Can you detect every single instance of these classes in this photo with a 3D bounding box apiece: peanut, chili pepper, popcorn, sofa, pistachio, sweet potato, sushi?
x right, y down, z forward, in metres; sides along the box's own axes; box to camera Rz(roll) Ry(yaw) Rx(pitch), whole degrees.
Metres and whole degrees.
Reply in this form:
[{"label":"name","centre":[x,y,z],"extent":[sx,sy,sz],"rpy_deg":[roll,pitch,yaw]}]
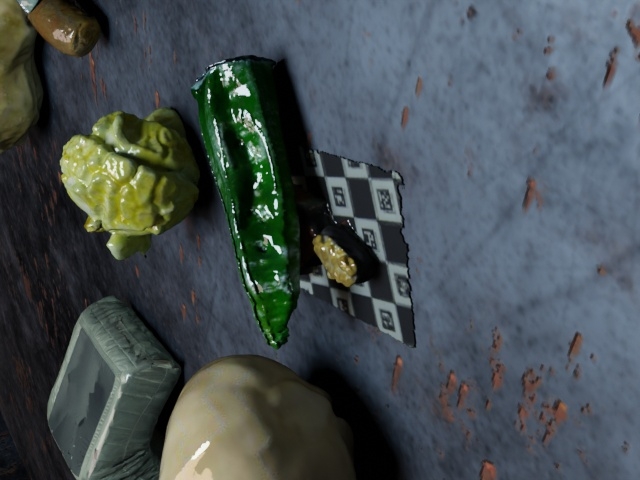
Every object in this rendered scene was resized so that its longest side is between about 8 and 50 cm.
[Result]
[{"label":"peanut","centre":[-0.496,-0.256,1.345],"extent":[0.174,0.158,0.340],"rpy_deg":[54,149,35]},{"label":"chili pepper","centre":[-0.053,-0.026,0.722],"extent":[0.088,0.059,0.226],"rpy_deg":[-20,78,62]},{"label":"popcorn","centre":[-0.189,-0.061,0.921],"extent":[0.135,0.141,0.162],"rpy_deg":[33,95,54]},{"label":"sofa","centre":[-0.252,0.222,1.278],"extent":[0.210,0.176,0.225],"rpy_deg":[34,107,50]},{"label":"pistachio","centre":[-0.062,0.220,0.802],"extent":[0.187,0.188,0.299],"rpy_deg":[54,152,31]},{"label":"sweet potato","centre":[-0.374,-0.347,1.125],"extent":[0.385,0.109,0.109],"rpy_deg":[52,148,21]},{"label":"sushi","centre":[0.000,0.000,0.715],"extent":[0.201,0.031,0.139],"rpy_deg":[22,125,56]}]

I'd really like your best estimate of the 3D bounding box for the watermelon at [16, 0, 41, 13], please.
[{"label":"watermelon","centre":[-0.322,-0.378,0.946],"extent":[0.260,0.176,0.256],"rpy_deg":[-90,9,-66]}]
